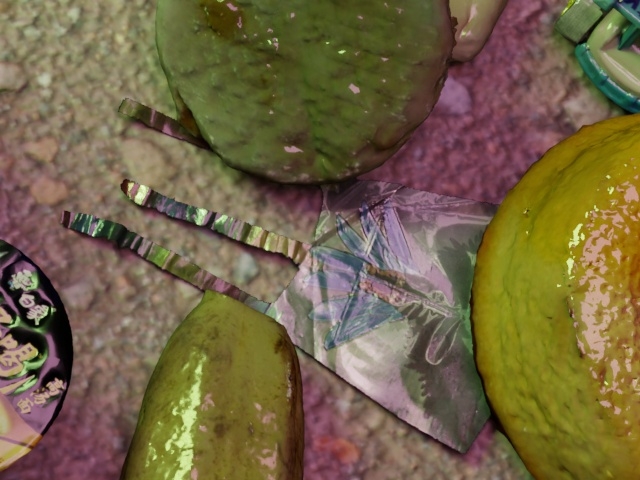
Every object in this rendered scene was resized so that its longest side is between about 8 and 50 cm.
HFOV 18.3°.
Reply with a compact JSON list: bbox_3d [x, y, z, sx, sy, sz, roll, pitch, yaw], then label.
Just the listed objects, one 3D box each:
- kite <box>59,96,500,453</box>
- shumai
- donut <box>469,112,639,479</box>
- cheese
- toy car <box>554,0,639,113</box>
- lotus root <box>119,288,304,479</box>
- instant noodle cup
[{"bbox_3d":[-0.001,0.001,1.279,0.310,0.015,0.169,28,67,-2],"label":"kite"},{"bbox_3d":[-0.007,-0.140,1.270,0.201,0.120,0.201,4,108,12],"label":"shumai"},{"bbox_3d":[0.247,0.055,1.236,0.303,0.110,0.303,2,82,-13],"label":"donut"},{"bbox_3d":[0.118,-0.207,1.355,0.065,0.043,0.194,29,67,-6],"label":"cheese"},{"bbox_3d":[0.251,-0.162,1.334,0.126,0.098,0.161,41,71,2],"label":"toy car"},{"bbox_3d":[-0.065,0.153,1.172,0.110,0.097,0.258,17,62,-13],"label":"lotus root"},{"bbox_3d":[-0.221,0.081,1.150,0.151,0.122,0.151,3,70,-8],"label":"instant noodle cup"}]
